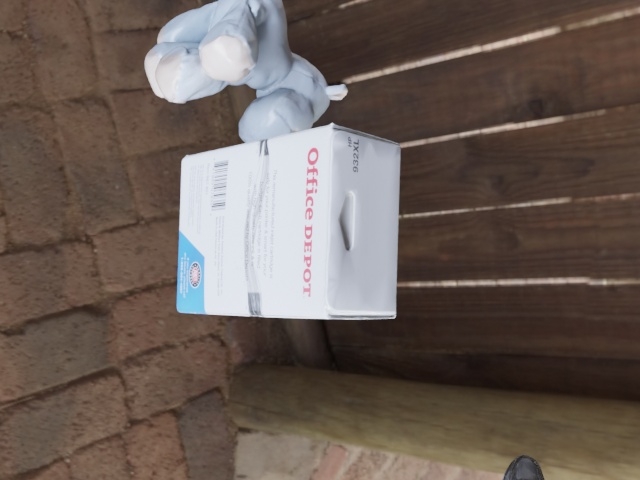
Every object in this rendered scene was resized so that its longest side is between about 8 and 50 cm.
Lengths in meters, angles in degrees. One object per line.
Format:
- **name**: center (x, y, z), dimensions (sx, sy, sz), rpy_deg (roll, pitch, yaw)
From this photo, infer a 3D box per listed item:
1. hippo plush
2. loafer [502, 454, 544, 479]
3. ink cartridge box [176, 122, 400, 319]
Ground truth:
- **hippo plush**: center (-0.108, -0.254, 1.184), dimensions (0.236, 0.234, 0.294), rpy_deg (51, 48, -33)
- **loafer**: center (0.249, 0.311, 0.906), dimensions (0.170, 0.062, 0.061), rpy_deg (-71, 175, -60)
- **ink cartridge box**: center (-0.050, -0.012, 1.009), dimensions (0.129, 0.307, 0.223), rpy_deg (7, 83, -43)
